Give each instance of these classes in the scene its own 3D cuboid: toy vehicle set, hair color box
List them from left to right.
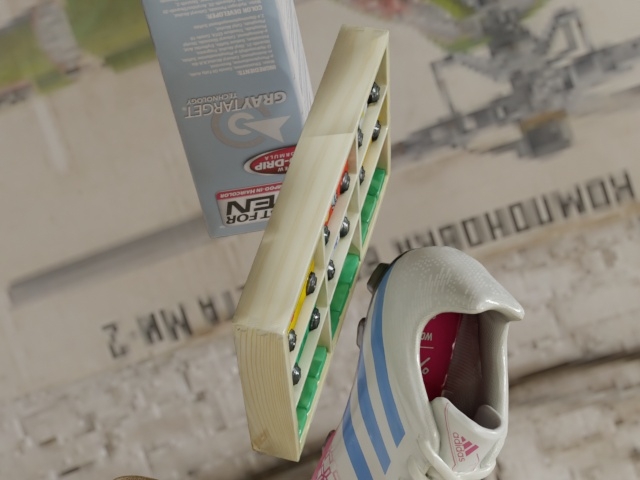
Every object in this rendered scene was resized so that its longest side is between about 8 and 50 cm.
[{"bbox_3d":[-0.084,-0.203,1.398,0.114,0.374,0.185,-10,-138,4],"label":"hair color box"},{"bbox_3d":[0.000,0.000,1.147,0.035,0.166,0.267,11,-124,11],"label":"toy vehicle set"}]

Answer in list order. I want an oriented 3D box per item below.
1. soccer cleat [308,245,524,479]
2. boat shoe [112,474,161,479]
[{"bbox_3d":[0.068,0.170,1.214,0.116,0.331,0.143,4,-167,-30],"label":"soccer cleat"},{"bbox_3d":[-0.140,0.331,1.847,0.302,0.098,0.109,7,-141,48],"label":"boat shoe"}]
